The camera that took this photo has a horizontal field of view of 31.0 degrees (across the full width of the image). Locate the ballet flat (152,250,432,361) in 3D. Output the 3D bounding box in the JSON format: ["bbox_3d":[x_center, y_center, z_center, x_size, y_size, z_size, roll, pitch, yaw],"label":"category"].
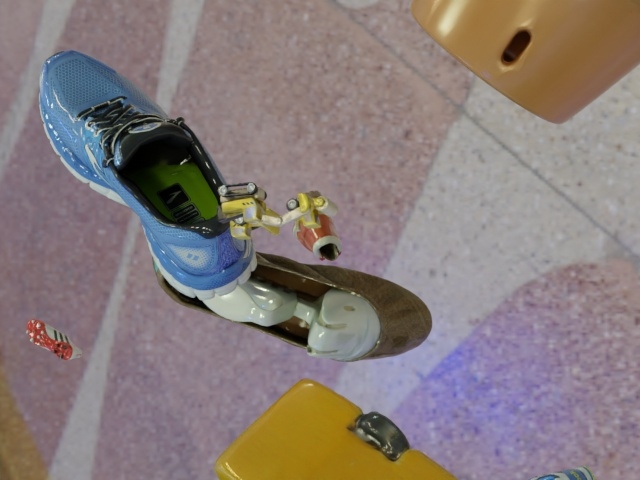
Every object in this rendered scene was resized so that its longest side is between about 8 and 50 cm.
[{"bbox_3d":[-0.037,0.074,1.337,0.124,0.342,0.116,-75,5,-72],"label":"ballet flat"}]

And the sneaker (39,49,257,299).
[{"bbox_3d":[-0.181,-0.097,1.196,0.330,0.129,0.147,45,157,21],"label":"sneaker"}]

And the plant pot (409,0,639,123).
[{"bbox_3d":[0.227,-0.256,1.157,0.203,0.291,0.291,-53,47,20],"label":"plant pot"}]

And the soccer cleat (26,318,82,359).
[{"bbox_3d":[-0.330,0.123,1.431,0.083,0.035,0.029,28,96,28],"label":"soccer cleat"}]

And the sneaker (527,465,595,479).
[{"bbox_3d":[0.264,0.305,1.377,0.144,0.059,0.053,-45,61,50],"label":"sneaker"}]

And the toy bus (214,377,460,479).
[{"bbox_3d":[0.068,0.229,0.823,0.332,0.108,0.130,32,152,37],"label":"toy bus"}]

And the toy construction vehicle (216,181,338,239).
[{"bbox_3d":[-0.041,-0.019,0.940,0.098,0.086,0.035,-4,74,20],"label":"toy construction vehicle"}]

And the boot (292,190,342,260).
[{"bbox_3d":[0.000,0.000,1.580,0.085,0.059,0.158,64,179,20],"label":"boot"}]
